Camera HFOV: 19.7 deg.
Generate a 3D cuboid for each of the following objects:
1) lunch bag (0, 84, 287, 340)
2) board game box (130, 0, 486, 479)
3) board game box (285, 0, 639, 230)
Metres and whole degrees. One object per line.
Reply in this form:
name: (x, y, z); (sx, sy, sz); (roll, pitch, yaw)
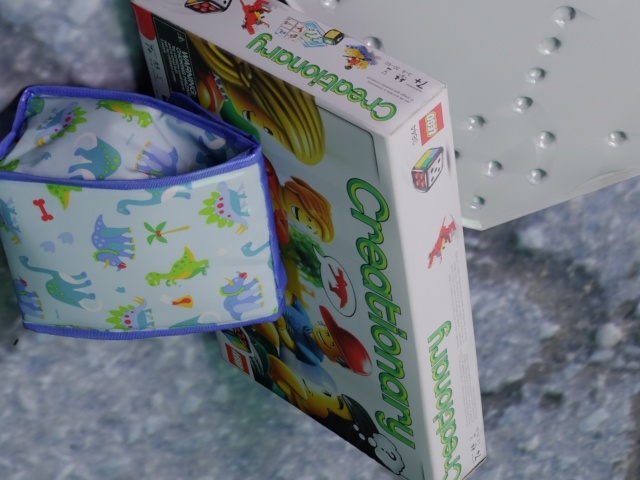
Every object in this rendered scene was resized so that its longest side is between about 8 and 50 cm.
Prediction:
lunch bag: (-0.097, -0.013, 1.033); (0.151, 0.096, 0.129); (7, 136, 15)
board game box: (0.000, 0.000, 1.066); (0.053, 0.193, 0.305); (-41, 142, -27)
board game box: (0.156, -0.199, 0.935); (0.390, 0.050, 0.390); (-20, 131, 24)
